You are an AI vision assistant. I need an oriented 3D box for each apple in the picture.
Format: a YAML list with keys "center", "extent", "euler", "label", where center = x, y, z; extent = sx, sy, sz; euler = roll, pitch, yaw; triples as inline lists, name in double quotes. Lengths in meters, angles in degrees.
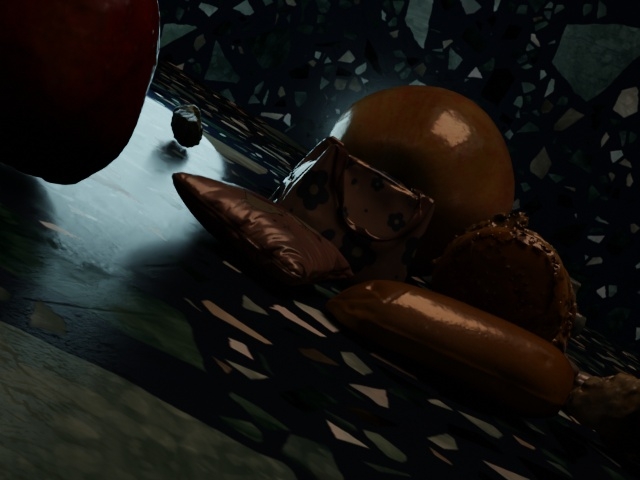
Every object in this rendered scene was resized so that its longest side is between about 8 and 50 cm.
- center: [0.183, -0.115, 2.074]
  extent: [0.391, 0.391, 0.346]
  euler: [34, 19, 18]
  label: "apple"

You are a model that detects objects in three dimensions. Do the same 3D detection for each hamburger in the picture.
- center: [0.297, 0.078, 1.738]
  extent: [0.245, 0.261, 0.211]
  euler: [14, 7, 17]
  label: "hamburger"

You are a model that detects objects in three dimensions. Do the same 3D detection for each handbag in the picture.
- center: [0.050, -0.039, 1.722]
  extent: [0.251, 0.193, 0.190]
  euler: [31, 4, -10]
  label: "handbag"

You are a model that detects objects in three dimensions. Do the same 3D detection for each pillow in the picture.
- center: [-0.078, -0.011, 1.464]
  extent: [0.236, 0.084, 0.223]
  euler: [36, 7, 15]
  label: "pillow"

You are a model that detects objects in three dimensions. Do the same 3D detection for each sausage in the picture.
- center: [0.174, 0.136, 1.431]
  extent: [0.354, 0.116, 0.134]
  euler: [25, 20, -17]
  label: "sausage"

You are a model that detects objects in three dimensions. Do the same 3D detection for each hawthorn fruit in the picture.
- center: [-0.300, -0.229, 1.181]
  extent: [0.265, 0.307, 0.265]
  euler: [37, 3, -2]
  label: "hawthorn fruit"

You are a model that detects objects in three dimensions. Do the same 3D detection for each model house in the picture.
- center: [-0.259, -0.219, 2.118]
  extent: [0.066, 0.079, 0.083]
  euler: [-7, 32, -21]
  label: "model house"

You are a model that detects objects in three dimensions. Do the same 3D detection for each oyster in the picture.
- center: [0.544, 0.320, 1.623]
  extent: [0.341, 0.166, 0.110]
  euler: [48, -1, 0]
  label: "oyster"

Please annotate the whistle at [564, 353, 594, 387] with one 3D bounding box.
- center: [0.478, 0.255, 2.022]
  extent: [0.220, 0.057, 0.107]
  euler: [35, 8, 11]
  label: "whistle"

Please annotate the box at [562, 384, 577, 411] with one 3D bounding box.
- center: [0.451, 0.284, 1.827]
  extent: [0.091, 0.031, 0.126]
  euler: [35, 8, 22]
  label: "box"

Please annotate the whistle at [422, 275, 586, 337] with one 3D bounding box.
- center: [0.362, 0.085, 2.245]
  extent: [0.404, 0.168, 0.188]
  euler: [27, 6, 4]
  label: "whistle"
